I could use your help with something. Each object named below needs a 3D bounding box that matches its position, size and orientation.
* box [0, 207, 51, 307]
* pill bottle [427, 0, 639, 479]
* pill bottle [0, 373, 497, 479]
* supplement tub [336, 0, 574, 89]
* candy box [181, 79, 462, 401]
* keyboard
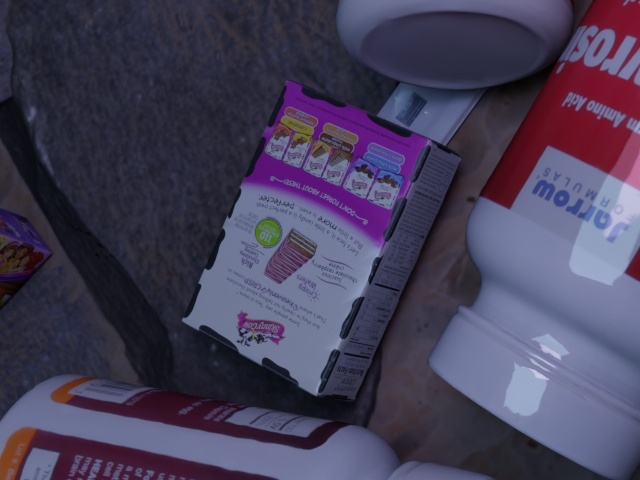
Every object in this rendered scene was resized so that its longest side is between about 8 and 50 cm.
[{"bbox_3d":[-0.405,0.034,1.290,0.201,0.293,0.057,-46,63,9],"label":"box"},{"bbox_3d":[0.252,-0.041,1.047,0.229,0.229,0.408,31,92,26],"label":"pill bottle"},{"bbox_3d":[-0.063,0.243,1.132,0.392,0.224,0.224,8,82,26],"label":"pill bottle"},{"bbox_3d":[0.113,-0.279,1.174,0.191,0.191,0.272,-4,71,23],"label":"supplement tub"},{"bbox_3d":[0.000,0.000,1.227,0.159,0.071,0.233,27,94,31],"label":"candy box"},{"bbox_3d":[0.088,-0.110,1.258,0.072,0.014,0.256,39,96,31],"label":"keyboard"}]
